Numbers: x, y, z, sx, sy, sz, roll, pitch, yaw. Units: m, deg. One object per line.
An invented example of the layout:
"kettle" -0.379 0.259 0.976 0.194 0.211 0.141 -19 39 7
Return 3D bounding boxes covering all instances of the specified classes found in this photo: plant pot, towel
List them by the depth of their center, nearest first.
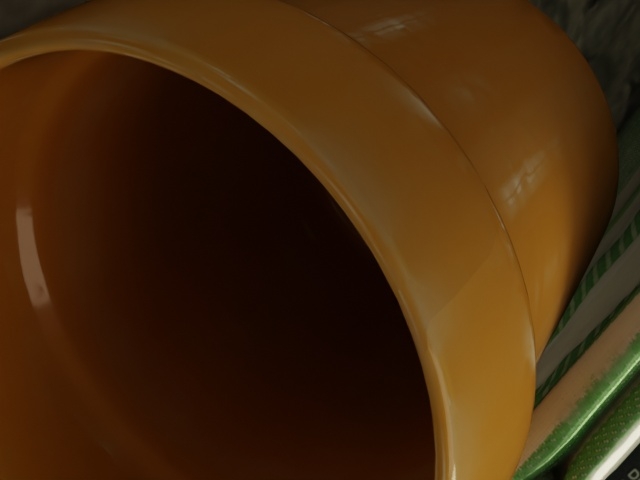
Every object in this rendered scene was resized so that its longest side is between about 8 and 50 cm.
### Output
"plant pot" 0.000 0.000 0.637 0.188 0.205 0.205 -36 153 -48
"towel" 0.138 -0.020 0.762 0.248 0.038 0.325 -52 -176 12

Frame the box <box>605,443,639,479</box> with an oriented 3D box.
"box" 0.260 0.078 0.846 0.312 0.179 0.343 -42 170 2
